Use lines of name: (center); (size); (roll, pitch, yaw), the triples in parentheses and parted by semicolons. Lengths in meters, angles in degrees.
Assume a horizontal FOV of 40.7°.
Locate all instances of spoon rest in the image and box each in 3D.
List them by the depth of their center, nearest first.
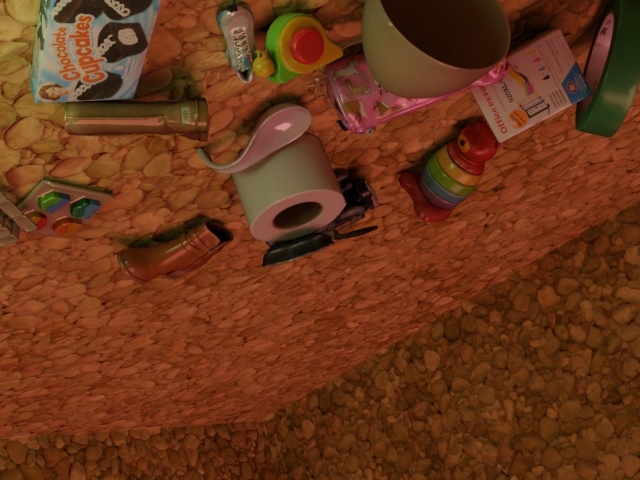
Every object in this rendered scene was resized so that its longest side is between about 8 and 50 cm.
spoon rest: (-0.144, -0.227, 1.962); (0.276, 0.084, 0.137); (-26, 157, 14)

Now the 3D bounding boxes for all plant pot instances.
plant pot: (0.191, -0.382, 1.652); (0.284, 0.284, 0.191); (-7, 156, -29)

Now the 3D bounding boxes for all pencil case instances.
pencil case: (0.205, -0.356, 1.839); (0.386, 0.160, 0.167); (-22, 119, -2)

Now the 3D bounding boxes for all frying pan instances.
frying pan: (0.000, 0.003, 2.212); (0.326, 0.053, 0.197); (-19, -175, -2)

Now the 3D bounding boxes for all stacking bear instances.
stacking bear: (0.375, -0.204, 2.361); (0.164, 0.175, 0.289); (2, 141, -37)

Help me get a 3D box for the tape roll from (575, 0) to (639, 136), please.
tape roll: (0.665, -0.398, 1.966); (0.077, 0.321, 0.321); (14, 155, 4)

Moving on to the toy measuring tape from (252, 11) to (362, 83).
toy measuring tape: (0.004, -0.411, 1.685); (0.330, 0.121, 0.121); (-30, 161, -21)

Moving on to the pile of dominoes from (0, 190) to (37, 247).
pile of dominoes: (-0.753, -0.067, 1.860); (0.196, 0.040, 0.251); (-17, 143, 9)

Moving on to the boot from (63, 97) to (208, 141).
boot: (-0.362, -0.246, 1.733); (0.269, 0.089, 0.236); (-3, 179, -8)

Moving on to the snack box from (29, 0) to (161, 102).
snack box: (-0.390, -0.361, 1.494); (0.187, 0.060, 0.322); (-8, 154, -27)

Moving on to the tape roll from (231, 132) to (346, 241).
tape roll: (-0.080, -0.128, 2.121); (0.246, 0.169, 0.246); (-18, 157, -8)

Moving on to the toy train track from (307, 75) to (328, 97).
toy train track: (-0.001, -0.338, 1.923); (0.048, 0.014, 0.083); (-20, 157, 0)

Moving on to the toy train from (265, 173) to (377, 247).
toy train: (0.002, -0.070, 2.379); (0.334, 0.142, 0.190); (-28, 168, 13)

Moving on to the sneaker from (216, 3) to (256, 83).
sneaker: (-0.148, -0.371, 1.646); (0.071, 0.083, 0.191); (-17, 155, -4)

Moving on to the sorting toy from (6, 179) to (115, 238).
sorting toy: (-0.607, -0.063, 1.996); (0.208, 0.038, 0.193); (-34, 154, 29)

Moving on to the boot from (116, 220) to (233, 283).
boot: (-0.378, 0.026, 2.285); (0.220, 0.109, 0.283); (-31, 157, 25)

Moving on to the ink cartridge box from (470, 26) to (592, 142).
ink cartridge box: (0.472, -0.360, 1.991); (0.232, 0.171, 0.168); (-28, -171, 14)
